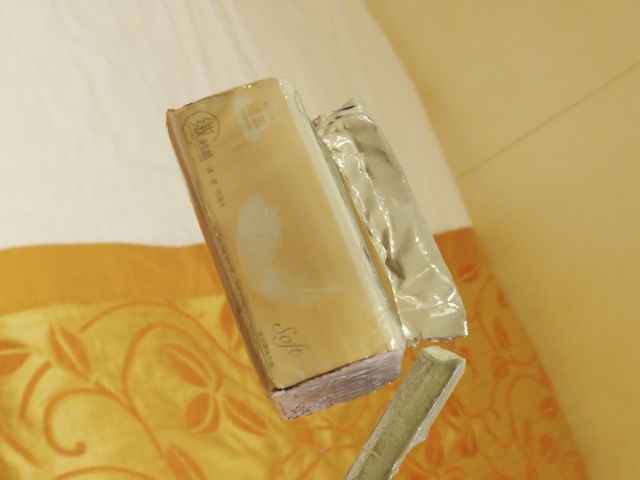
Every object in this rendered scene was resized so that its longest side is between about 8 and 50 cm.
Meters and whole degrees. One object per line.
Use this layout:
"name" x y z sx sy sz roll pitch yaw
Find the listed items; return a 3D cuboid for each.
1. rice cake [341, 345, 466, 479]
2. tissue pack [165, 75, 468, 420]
"rice cake" 0.093 0.238 1.119 0.052 0.256 0.057 23 11 -39
"tissue pack" 0.000 0.000 0.951 0.238 0.238 0.306 2 60 -51
